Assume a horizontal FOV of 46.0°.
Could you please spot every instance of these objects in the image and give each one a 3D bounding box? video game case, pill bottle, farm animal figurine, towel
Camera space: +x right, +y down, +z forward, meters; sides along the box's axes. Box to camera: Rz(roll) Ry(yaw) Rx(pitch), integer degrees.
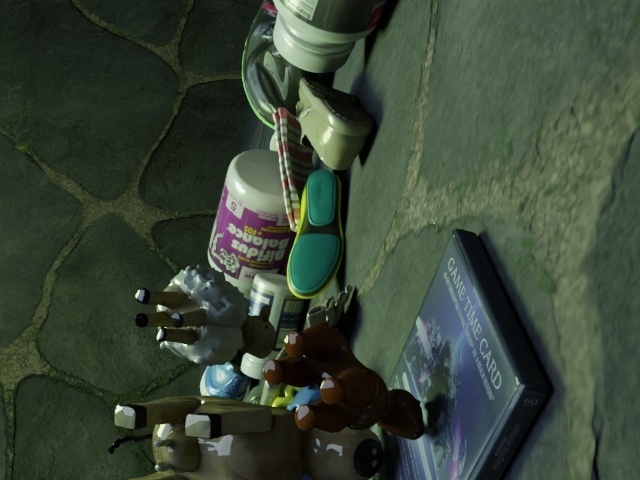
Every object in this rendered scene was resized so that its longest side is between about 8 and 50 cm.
[{"bbox_3d":[0.090,0.154,0.614,0.196,0.026,0.274,-97,23,-59],"label":"video game case"},{"bbox_3d":[0.028,-0.404,1.102,0.318,0.176,0.176,117,161,-53],"label":"pill bottle"},{"bbox_3d":[-0.039,0.214,0.663,0.327,0.172,0.330,17,97,37],"label":"farm animal figurine"},{"bbox_3d":[-0.124,-0.011,1.457,0.169,0.169,0.301,-92,18,-51],"label":"pill bottle"},{"bbox_3d":[-0.032,-0.108,1.216,0.144,0.029,0.197,-1,-97,-75],"label":"towel"},{"bbox_3d":[-0.085,0.148,1.294,0.094,0.094,0.169,-129,52,-75],"label":"pill bottle"}]

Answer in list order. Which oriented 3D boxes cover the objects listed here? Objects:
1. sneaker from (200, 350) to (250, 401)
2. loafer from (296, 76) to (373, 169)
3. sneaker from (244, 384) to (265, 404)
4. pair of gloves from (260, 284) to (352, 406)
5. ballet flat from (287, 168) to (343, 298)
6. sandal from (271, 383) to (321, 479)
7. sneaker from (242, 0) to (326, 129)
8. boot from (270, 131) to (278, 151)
[{"bbox_3d":[-0.186,0.223,1.713,0.147,0.130,0.330,-55,25,28],"label":"sneaker"},{"bbox_3d":[0.008,-0.182,1.163,0.268,0.102,0.092,-108,37,-67],"label":"loafer"},{"bbox_3d":[-0.120,0.358,1.268,0.130,0.087,0.227,-82,16,-51],"label":"sneaker"},{"bbox_3d":[-0.025,0.182,0.946,0.240,0.042,0.204,-52,-20,-56],"label":"pair of gloves"},{"bbox_3d":[0.000,0.000,1.126,0.077,0.077,0.231,81,-167,-55],"label":"ballet flat"},{"bbox_3d":[-0.009,0.289,0.795,0.138,0.126,0.317,10,79,42],"label":"sandal"},{"bbox_3d":[-0.039,-0.447,1.463,0.202,0.185,0.483,167,114,-82],"label":"sneaker"},{"bbox_3d":[-0.054,-0.265,1.669,0.190,0.069,0.086,-49,23,52],"label":"boot"}]
